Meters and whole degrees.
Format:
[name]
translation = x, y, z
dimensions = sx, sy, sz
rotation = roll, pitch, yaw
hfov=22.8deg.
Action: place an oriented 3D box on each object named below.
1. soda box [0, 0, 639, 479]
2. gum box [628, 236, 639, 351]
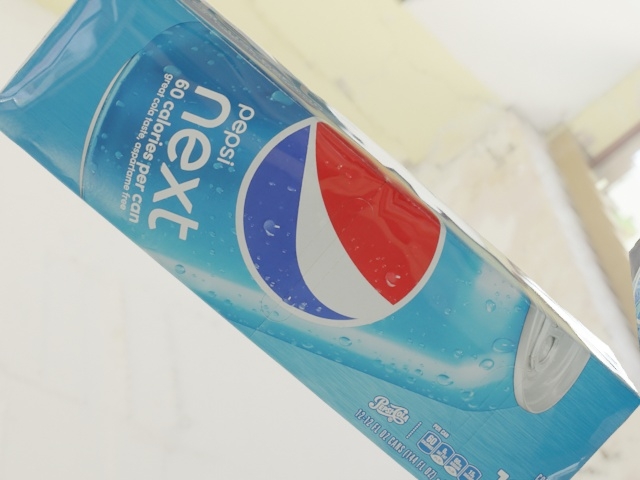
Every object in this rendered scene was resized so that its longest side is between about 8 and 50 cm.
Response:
[soda box]
translation = 0.000, 0.000, 0.508
dimensions = 0.210, 0.067, 0.071
rotation = 40, -172, -6
[gum box]
translation = 0.136, 0.023, 0.388
dimensions = 0.041, 0.157, 0.184
rotation = 16, -137, -12
